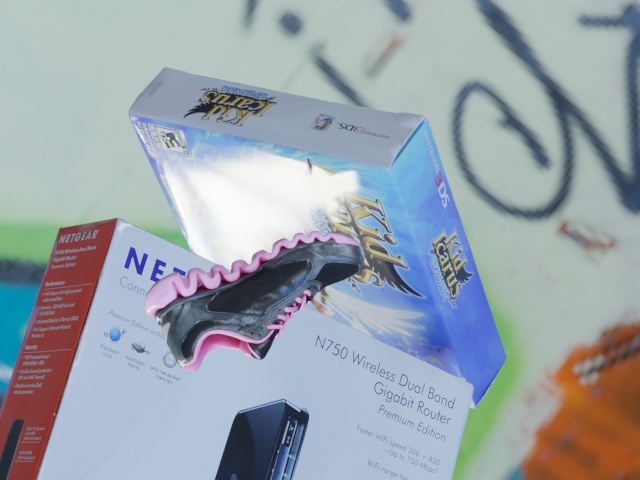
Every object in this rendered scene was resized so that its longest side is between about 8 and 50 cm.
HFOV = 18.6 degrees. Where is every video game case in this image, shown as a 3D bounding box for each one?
[{"bbox_3d":[0.000,0.000,1.519,0.244,0.269,0.061,12,-128,33],"label":"video game case"}]

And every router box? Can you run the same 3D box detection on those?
[{"bbox_3d":[-0.072,0.185,1.354,0.082,0.335,0.301,-7,-117,53],"label":"router box"}]

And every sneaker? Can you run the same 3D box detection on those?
[{"bbox_3d":[-0.030,0.035,1.024,0.119,0.057,0.047,-19,154,-5],"label":"sneaker"}]
